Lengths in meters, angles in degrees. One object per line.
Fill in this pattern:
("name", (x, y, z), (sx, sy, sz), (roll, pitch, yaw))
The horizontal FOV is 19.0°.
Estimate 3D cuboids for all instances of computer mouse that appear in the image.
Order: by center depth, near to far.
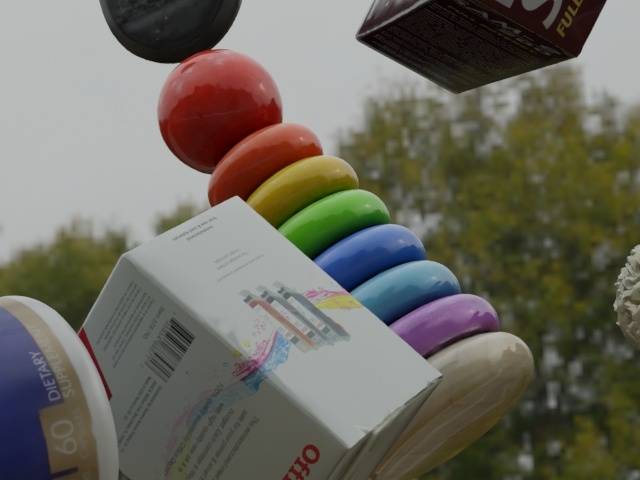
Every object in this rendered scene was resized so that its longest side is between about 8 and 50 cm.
("computer mouse", (-0.131, -0.261, 1.605), (0.188, 0.272, 0.072), (-20, -22, 10))

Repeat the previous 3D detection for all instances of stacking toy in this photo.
("stacking toy", (0.000, 0.000, 1.314), (0.141, 0.330, 0.141), (-30, -22, -14))

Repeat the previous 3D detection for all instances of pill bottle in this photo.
("pill bottle", (-0.251, 0.125, 0.993), (0.264, 0.153, 0.153), (-13, -10, -37))

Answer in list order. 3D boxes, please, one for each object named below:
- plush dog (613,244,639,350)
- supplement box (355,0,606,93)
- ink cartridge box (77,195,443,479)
("plush dog", (0.352, 0.037, 1.276), (0.225, 0.262, 0.210), (-47, -12, -3))
("supplement box", (0.096, -0.153, 0.969), (0.073, 0.130, 0.239), (28, -3, -8))
("ink cartridge box", (-0.045, 0.088, 1.142), (0.127, 0.176, 0.128), (-29, -23, -55))
